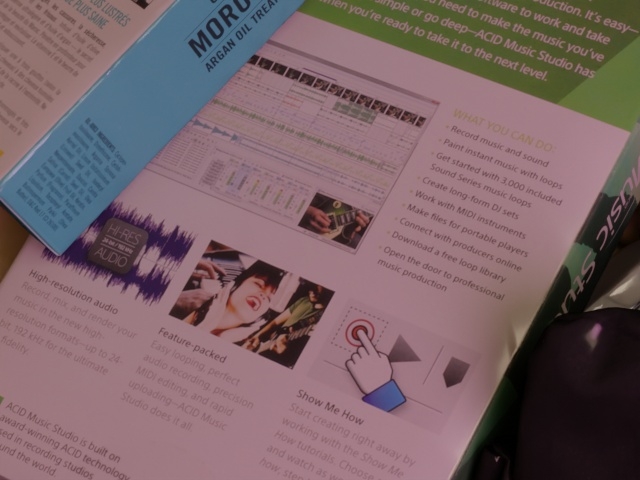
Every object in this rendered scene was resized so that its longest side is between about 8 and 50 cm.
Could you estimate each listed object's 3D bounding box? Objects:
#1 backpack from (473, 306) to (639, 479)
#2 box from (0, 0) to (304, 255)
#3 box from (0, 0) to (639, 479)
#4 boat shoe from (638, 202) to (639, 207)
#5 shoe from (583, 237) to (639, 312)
[{"bbox_3d":[0.258,0.140,0.839,0.355,0.273,0.290,-19,119,-52],"label":"backpack"},{"bbox_3d":[-0.072,-0.117,0.854,0.244,0.060,0.100,-46,53,-7],"label":"box"},{"bbox_3d":[0.000,0.000,0.847,0.232,0.058,0.322,23,74,23],"label":"box"},{"bbox_3d":[0.321,-0.051,0.951,0.341,0.110,0.121,0,47,-21],"label":"boat shoe"},{"bbox_3d":[0.131,0.079,0.929,0.178,0.063,0.081,-44,96,-13],"label":"shoe"}]
